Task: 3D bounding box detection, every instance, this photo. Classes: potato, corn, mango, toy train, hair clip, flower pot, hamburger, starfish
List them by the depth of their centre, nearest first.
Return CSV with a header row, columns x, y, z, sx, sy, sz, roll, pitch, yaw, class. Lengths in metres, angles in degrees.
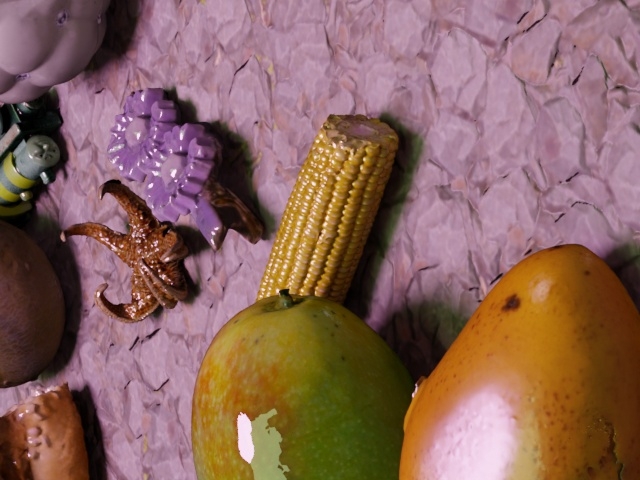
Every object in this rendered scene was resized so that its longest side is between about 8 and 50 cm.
x,y,z,sx,sy,sz,roll,pitch,yaw,class
0.165,0.147,1.302,0.191,0.159,0.290,27,107,56,mango
0.014,0.228,1.480,0.225,0.201,0.382,-22,90,49,mango
0.000,0.000,1.555,0.081,0.081,0.248,47,130,39,corn
-0.146,-0.081,1.757,0.292,0.084,0.106,45,111,46,hair clip
-0.191,0.007,1.811,0.190,0.074,0.146,-22,88,54,starfish
-0.339,-0.269,1.845,0.195,0.246,0.246,114,141,-70,flower pot
-0.386,0.071,2.017,0.178,0.160,0.235,42,147,41,potato
-0.411,0.388,2.026,0.287,0.268,0.445,58,136,25,hamburger
-0.368,-0.093,2.048,0.200,0.083,0.132,-40,74,48,toy train
